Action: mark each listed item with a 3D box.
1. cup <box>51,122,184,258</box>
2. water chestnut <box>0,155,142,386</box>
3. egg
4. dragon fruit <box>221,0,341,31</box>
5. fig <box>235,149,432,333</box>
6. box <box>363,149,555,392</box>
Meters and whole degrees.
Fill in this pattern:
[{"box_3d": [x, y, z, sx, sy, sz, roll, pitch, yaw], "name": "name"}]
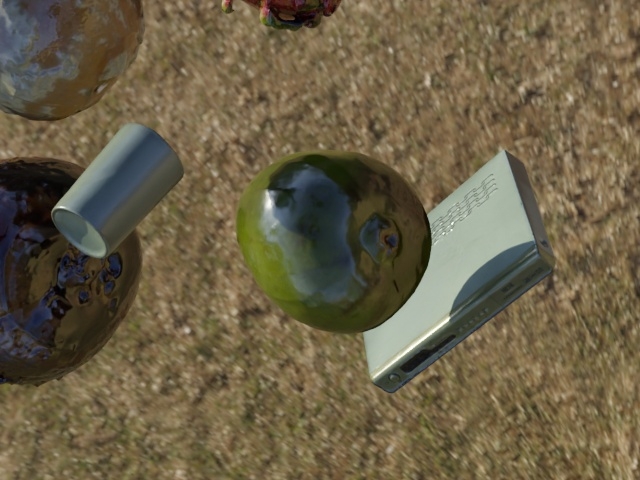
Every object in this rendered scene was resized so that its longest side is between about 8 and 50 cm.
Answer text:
[{"box_3d": [-0.144, -0.032, 0.830, 0.075, 0.054, 0.083, -5, 40, 49], "name": "cup"}, {"box_3d": [-0.436, 0.039, 1.774, 0.302, 0.350, 0.350, 15, 73, 49], "name": "water chestnut"}, {"box_3d": [-0.264, -0.219, 1.171, 0.195, 0.233, 0.195, 12, 54, -17], "name": "egg"}, {"box_3d": [-0.054, -0.325, 1.416, 0.172, 0.166, 0.160, 21, 53, -18], "name": "dragon fruit"}, {"box_3d": [0.000, 0.000, 1.313, 0.225, 0.203, 0.203, -1, 67, 46], "name": "fig"}, {"box_3d": [0.153, 0.036, 1.449, 0.270, 0.045, 0.211, -43, 33, 26], "name": "box"}]
